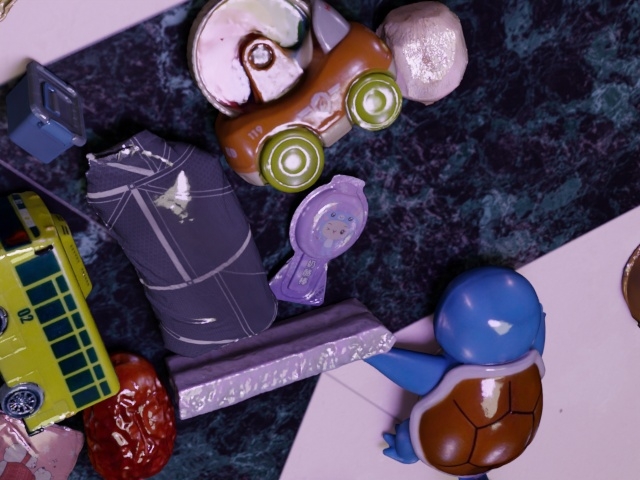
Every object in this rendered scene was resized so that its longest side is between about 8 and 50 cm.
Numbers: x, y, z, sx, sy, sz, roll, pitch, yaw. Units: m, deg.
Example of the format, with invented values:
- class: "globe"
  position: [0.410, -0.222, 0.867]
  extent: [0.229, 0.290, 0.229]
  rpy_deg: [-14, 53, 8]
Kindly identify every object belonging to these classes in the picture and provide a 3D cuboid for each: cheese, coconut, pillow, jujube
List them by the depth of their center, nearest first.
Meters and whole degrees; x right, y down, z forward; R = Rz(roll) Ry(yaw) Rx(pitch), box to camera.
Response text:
- class: "coconut"
  position: [0.119, -0.214, 1.469]
  extent: [0.110, 0.110, 0.124]
  rpy_deg: [-20, 121, -14]
- class: "pillow"
  position: [-0.161, 0.005, 1.475]
  extent: [0.161, 0.092, 0.335]
  rpy_deg: [-25, 128, -6]
- class: "pillow"
  position: [-0.425, 0.259, 1.532]
  extent: [0.248, 0.049, 0.135]
  rpy_deg: [18, 110, -30]
- class: "jujube"
  position: [-0.241, 0.222, 1.564]
  extent: [0.109, 0.112, 0.176]
  rpy_deg: [8, 121, 16]
- class: "cheese"
  position: [0.000, 0.000, 1.586]
  extent: [0.105, 0.042, 0.191]
  rpy_deg: [11, 117, -31]

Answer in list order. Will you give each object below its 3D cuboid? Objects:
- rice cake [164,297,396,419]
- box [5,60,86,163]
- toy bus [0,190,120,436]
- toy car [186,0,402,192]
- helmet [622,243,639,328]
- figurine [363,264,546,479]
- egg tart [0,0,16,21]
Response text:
- class: "rice cake"
  position: [-0.057, 0.146, 1.611]
  extent: [0.298, 0.106, 0.050]
  rpy_deg: [-17, 116, -17]
- class: "box"
  position: [-0.294, -0.132, 1.317]
  extent: [0.054, 0.099, 0.074]
  rpy_deg: [-36, 132, 17]
- class: "toy bus"
  position: [-0.331, 0.077, 1.411]
  extent: [0.150, 0.128, 0.262]
  rpy_deg: [-23, 129, -13]
- class: "toy car"
  position: [-0.043, -0.192, 1.394]
  extent: [0.235, 0.145, 0.235]
  rpy_deg: [-5, 108, -15]
- class: "helmet"
  position: [0.576, 0.080, 1.880]
  extent: [0.224, 0.130, 0.198]
  rpy_deg: [24, 104, -35]
- class: "figurine"
  position: [0.210, 0.230, 1.759]
  extent: [0.298, 0.243, 0.416]
  rpy_deg: [-6, 102, -13]
- class: "egg tart"
  position: [-0.388, -0.302, 1.141]
  extent: [0.315, 0.120, 0.315]
  rpy_deg: [-13, 125, -20]
